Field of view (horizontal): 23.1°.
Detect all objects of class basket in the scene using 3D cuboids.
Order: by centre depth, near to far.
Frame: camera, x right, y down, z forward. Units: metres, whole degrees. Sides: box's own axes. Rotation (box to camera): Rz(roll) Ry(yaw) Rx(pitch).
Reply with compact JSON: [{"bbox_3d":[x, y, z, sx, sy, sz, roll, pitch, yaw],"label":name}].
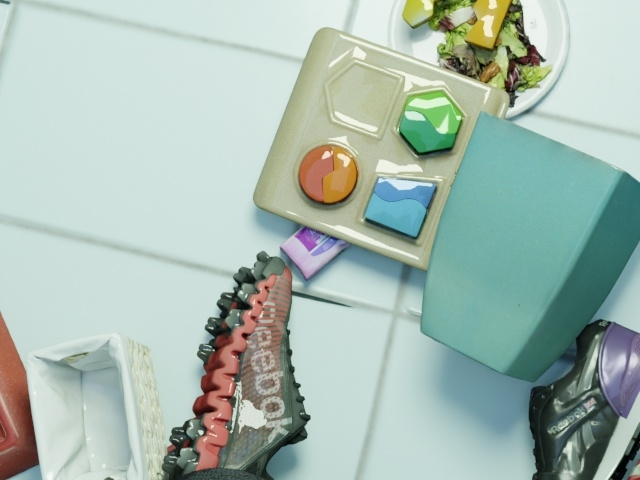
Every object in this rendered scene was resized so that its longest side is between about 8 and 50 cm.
[{"bbox_3d":[-0.234,0.192,1.671,0.113,0.103,0.167,-13,78,13],"label":"basket"}]

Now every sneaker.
[{"bbox_3d":[0.263,0.218,1.662,0.124,0.107,0.283,29,84,20],"label":"sneaker"},{"bbox_3d":[-0.068,0.152,1.680,0.135,0.097,0.276,21,73,-16],"label":"sneaker"}]

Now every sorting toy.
[{"bbox_3d":[0.079,-0.143,1.677,0.229,0.041,0.307,21,90,10],"label":"sorting toy"}]

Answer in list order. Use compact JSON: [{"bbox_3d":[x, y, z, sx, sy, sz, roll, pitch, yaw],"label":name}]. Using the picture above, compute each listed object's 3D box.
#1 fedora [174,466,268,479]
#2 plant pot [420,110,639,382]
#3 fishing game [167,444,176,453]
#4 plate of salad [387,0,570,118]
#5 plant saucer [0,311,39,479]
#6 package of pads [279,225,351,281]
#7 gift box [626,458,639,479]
[{"bbox_3d":[-0.089,0.321,1.534,0.334,0.334,0.152,29,53,6],"label":"fedora"},{"bbox_3d":[0.211,0.018,1.618,0.165,0.166,0.234,26,92,28],"label":"plant pot"},{"bbox_3d":[-0.137,0.340,1.666,0.189,0.041,0.264,-30,67,2],"label":"fishing game"},{"bbox_3d":[0.173,-0.228,1.715,0.200,0.048,0.199,0,85,3],"label":"plate of salad"},{"bbox_3d":[-0.457,0.171,1.729,0.258,0.048,0.259,-25,84,2],"label":"plant saucer"},{"bbox_3d":[0.000,0.000,1.717,0.083,0.032,0.050,-40,84,0],"label":"package of pads"},{"bbox_3d":[0.453,0.270,1.551,0.255,0.258,0.276,37,90,6],"label":"gift box"}]
